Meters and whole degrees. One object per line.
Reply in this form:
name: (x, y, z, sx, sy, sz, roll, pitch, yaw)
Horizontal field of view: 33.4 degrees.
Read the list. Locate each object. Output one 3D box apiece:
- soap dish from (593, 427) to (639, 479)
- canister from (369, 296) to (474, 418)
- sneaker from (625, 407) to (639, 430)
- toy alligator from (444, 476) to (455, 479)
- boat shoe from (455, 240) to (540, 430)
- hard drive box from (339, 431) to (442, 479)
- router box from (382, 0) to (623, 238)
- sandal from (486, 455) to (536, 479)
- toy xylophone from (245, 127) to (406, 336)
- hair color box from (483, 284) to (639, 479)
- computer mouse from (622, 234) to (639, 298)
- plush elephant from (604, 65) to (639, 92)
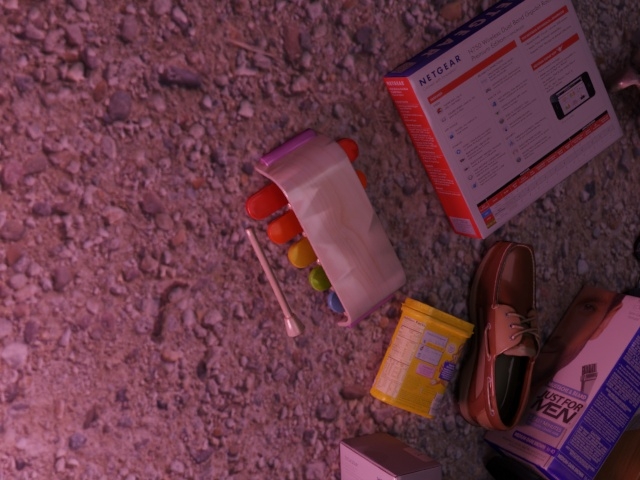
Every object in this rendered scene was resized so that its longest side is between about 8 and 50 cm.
soap dish: (0.642, 0.444, 1.995, 0.291, 0.118, 0.229, 30, 84, -26)
canister: (0.164, 0.193, 1.740, 0.126, 0.073, 0.170, 24, 88, -28)
sneaker: (0.569, 0.245, 1.907, 0.102, 0.282, 0.161, 36, 40, -52)
toy alligator: (0.271, 0.455, 1.848, 0.189, 0.056, 0.051, 27, 126, -28)
boat shoe: (0.319, 0.165, 1.787, 0.122, 0.120, 0.324, 4, 96, -28)
hard drive box: (0.111, 0.445, 1.690, 0.089, 0.181, 0.232, -7, 101, -26)
router box: (0.308, -0.218, 1.745, 0.335, 0.082, 0.301, -34, 111, -19)
sandal: (0.363, 0.472, 1.801, 0.054, 0.097, 0.254, -29, 65, -20)
toy xylophone: (0.000, 0.000, 1.622, 0.236, 0.081, 0.323, -26, 109, -21)
hair color box: (0.450, 0.250, 1.830, 0.110, 0.185, 0.339, 42, 78, -24)
computer mouse: (0.596, 0.080, 1.960, 0.071, 0.041, 0.242, 13, 91, -27)
plush elephant: (0.648, -0.228, 1.823, 0.255, 0.272, 0.330, 11, 64, -41)
